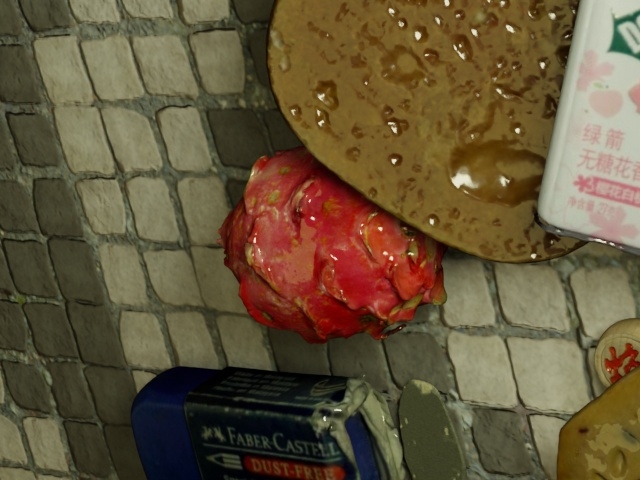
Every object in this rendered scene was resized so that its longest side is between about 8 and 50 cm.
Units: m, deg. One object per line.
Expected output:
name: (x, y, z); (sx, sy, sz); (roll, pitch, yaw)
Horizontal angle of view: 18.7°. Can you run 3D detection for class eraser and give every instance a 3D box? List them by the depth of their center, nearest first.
eraser: (-0.064, 0.221, 2.141); (0.332, 0.101, 0.155); (1, 113, 41)

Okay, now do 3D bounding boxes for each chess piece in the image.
chess piece: (0.294, 0.112, 1.796); (0.083, 0.038, 0.084); (22, 126, 34)

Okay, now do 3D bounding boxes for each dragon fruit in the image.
dragon fruit: (0.000, 0.000, 1.892); (0.268, 0.210, 0.205); (-7, 89, 51)

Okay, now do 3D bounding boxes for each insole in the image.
insole: (0.126, 0.260, 2.055); (0.081, 0.011, 0.248); (11, 120, 39)

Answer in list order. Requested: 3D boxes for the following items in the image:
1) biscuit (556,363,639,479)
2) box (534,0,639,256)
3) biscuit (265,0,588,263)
biscuit: (0.371, 0.261, 1.754); (0.359, 0.046, 0.359); (10, 113, 24)
box: (0.296, -0.158, 1.539); (0.190, 0.112, 0.370); (17, 120, 13)
biscuit: (0.134, -0.157, 1.710); (0.367, 0.063, 0.314); (34, 109, 8)
